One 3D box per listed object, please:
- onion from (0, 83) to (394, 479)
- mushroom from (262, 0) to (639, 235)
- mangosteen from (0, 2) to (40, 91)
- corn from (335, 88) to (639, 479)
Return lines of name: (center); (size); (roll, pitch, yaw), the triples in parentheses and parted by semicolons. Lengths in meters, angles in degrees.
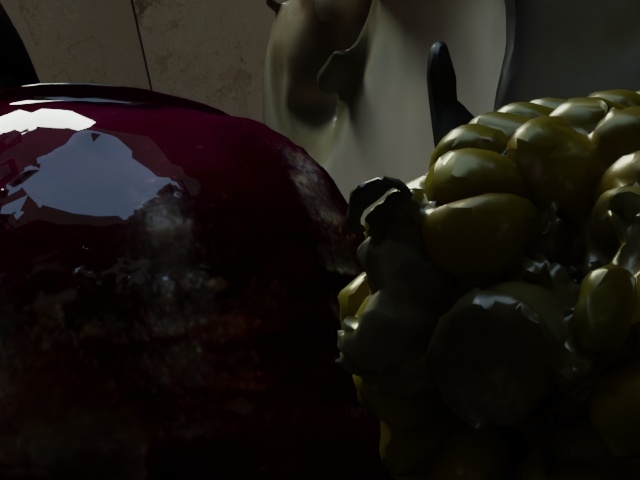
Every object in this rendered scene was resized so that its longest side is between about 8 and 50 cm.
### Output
onion: (-0.037, 0.022, 0.528); (0.198, 0.135, 0.173); (-10, 1, -43)
mushroom: (0.192, -0.046, 0.772); (0.397, 0.224, 0.314); (-5, -16, -13)
mangosteen: (-0.340, -0.056, 1.005); (0.382, 0.435, 0.382); (-9, 42, 8)
corn: (0.120, 0.006, 0.465); (0.102, 0.102, 0.313); (-12, 0, 37)
